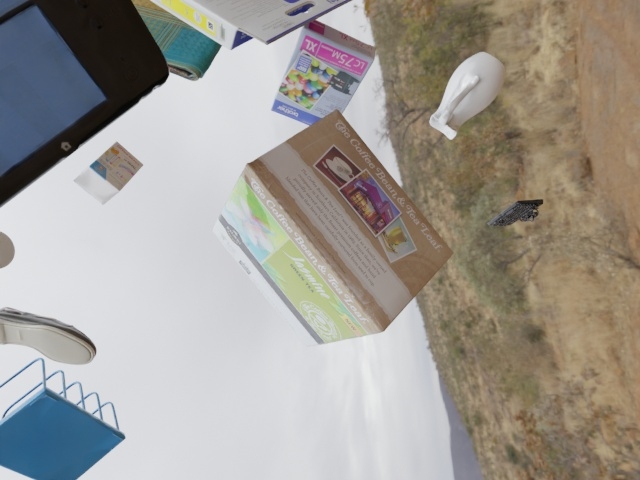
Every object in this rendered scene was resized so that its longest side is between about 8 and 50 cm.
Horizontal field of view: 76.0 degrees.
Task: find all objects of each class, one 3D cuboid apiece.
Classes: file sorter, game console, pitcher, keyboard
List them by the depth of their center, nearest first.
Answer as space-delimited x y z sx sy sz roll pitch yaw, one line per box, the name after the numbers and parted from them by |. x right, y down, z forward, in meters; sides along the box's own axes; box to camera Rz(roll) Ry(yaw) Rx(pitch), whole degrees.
-0.396 -0.226 0.447 0.386 0.060 0.342 -48 -42 -20 | game console
-0.425 0.287 0.652 0.104 0.118 0.170 35 160 50 | file sorter
0.375 -0.375 1.052 0.125 0.207 0.178 39 -165 6 | pitcher
0.523 -0.061 1.078 0.192 0.100 0.038 82 -178 -77 | keyboard

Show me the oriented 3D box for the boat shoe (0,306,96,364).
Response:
-0.758 0.247 1.119 0.095 0.335 0.112 -74 -3 -68 | boat shoe

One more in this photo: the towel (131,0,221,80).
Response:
-0.351 -0.555 1.017 0.040 0.272 0.370 107 180 -60 | towel

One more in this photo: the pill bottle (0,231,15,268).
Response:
-0.918 0.042 1.053 0.131 0.229 0.131 -11 -90 -74 | pill bottle

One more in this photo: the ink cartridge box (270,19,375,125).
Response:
-0.010 -0.403 1.076 0.311 0.186 0.065 132 151 -56 | ink cartridge box

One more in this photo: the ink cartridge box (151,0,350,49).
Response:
-0.132 -0.503 0.850 0.303 0.307 0.072 -45 -13 -33 | ink cartridge box

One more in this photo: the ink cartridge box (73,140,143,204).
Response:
-0.551 -0.184 1.081 0.092 0.090 0.143 46 -142 -27 | ink cartridge box

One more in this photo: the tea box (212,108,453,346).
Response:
0.000 0.000 0.785 0.220 0.323 0.329 -40 -90 -30 | tea box
